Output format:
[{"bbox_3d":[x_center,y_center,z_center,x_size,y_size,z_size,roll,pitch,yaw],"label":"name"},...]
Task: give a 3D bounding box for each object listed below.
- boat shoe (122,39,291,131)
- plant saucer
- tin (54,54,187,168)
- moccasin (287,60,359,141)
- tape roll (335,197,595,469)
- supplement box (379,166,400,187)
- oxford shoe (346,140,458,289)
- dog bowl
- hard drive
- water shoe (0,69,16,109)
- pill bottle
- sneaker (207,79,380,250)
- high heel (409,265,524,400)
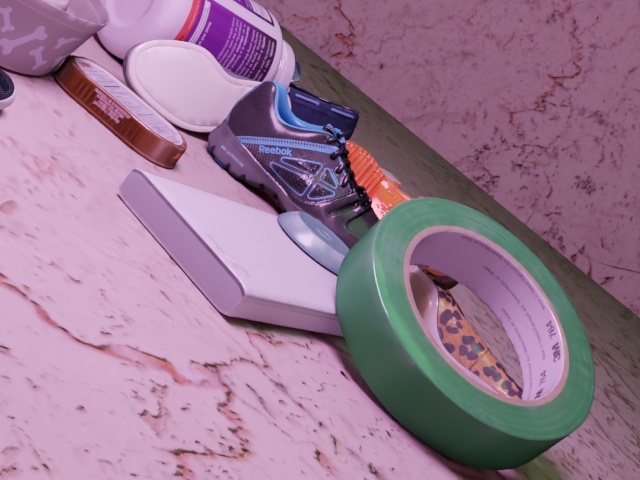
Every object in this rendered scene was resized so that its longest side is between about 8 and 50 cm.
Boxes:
[{"bbox_3d":[-0.178,-0.215,1.741,0.099,0.116,0.319,15,2,40],"label":"boat shoe"},{"bbox_3d":[0.000,0.000,1.474,0.119,0.021,0.119,38,12,-10],"label":"plant saucer"},{"bbox_3d":[-0.245,-0.162,1.488,0.189,0.040,0.106,40,8,4],"label":"tin"},{"bbox_3d":[-0.078,-0.289,2.214,0.342,0.117,0.138,32,14,-28],"label":"moccasin"},{"bbox_3d":[0.168,0.100,1.368,0.321,0.077,0.321,24,43,-24],"label":"tape roll"},{"bbox_3d":[0.093,-0.104,2.186,0.098,0.062,0.036,24,19,-48],"label":"supplement box"},{"bbox_3d":[0.067,-0.039,1.844,0.363,0.130,0.133,37,-22,20],"label":"oxford shoe"},{"bbox_3d":[-0.419,-0.326,1.409,0.348,0.102,0.349,37,13,-10],"label":"dog bowl"},{"bbox_3d":[-0.068,0.023,1.342,0.203,0.040,0.307,46,14,28],"label":"hard drive"},{"bbox_3d":[-0.353,-0.183,1.145,0.073,0.080,0.203,47,14,28],"label":"water shoe"},{"bbox_3d":[-0.183,-0.317,1.868,0.323,0.181,0.181,24,20,-52],"label":"pill bottle"},{"bbox_3d":[0.004,-0.079,1.670,0.341,0.140,0.125,40,13,1],"label":"sneaker"},{"bbox_3d":[0.184,0.146,1.484,0.186,0.093,0.261,26,32,-31],"label":"high heel"}]
